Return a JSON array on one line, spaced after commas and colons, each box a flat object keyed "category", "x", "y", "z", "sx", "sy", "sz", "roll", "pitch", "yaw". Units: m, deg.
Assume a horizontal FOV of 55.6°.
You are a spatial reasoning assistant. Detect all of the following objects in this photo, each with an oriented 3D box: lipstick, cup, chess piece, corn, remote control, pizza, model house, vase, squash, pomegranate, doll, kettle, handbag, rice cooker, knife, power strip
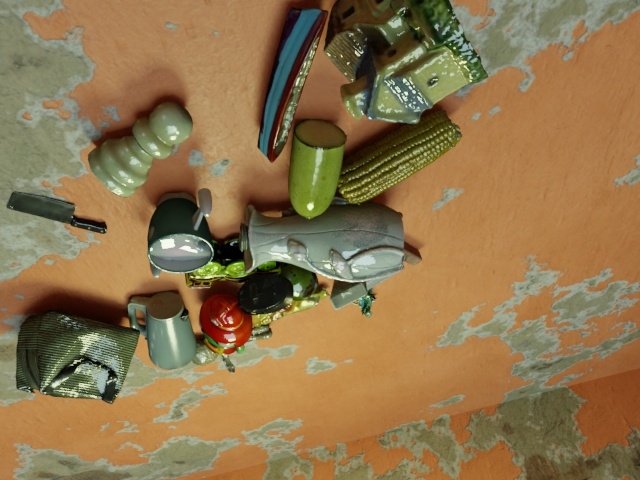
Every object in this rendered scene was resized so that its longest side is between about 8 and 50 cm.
[{"category": "lipstick", "x": 0.269, "y": 0.035, "z": 1.969, "sx": 0.045, "sy": 0.045, "sz": 0.145, "roll": -39, "pitch": 136, "yaw": 26}, {"category": "cup", "x": -0.364, "y": -0.029, "z": 1.567, "sx": 0.167, "sy": 0.173, "sz": 0.299, "roll": 19, "pitch": 131, "yaw": -36}, {"category": "chess piece", "x": -0.394, "y": -0.220, "z": 1.373, "sx": 0.243, "sy": 0.133, "sz": 0.133, "roll": -36, "pitch": 138, "yaw": 15}, {"category": "corn", "x": 0.194, "y": -0.216, "z": 1.564, "sx": 0.344, "sy": 0.131, "sz": 0.131, "roll": -31, "pitch": 140, "yaw": 15}, {"category": "remote control", "x": 0.162, "y": 0.136, "z": 2.002, "sx": 0.250, "sy": 0.034, "sz": 0.103, "roll": -31, "pitch": -177, "yaw": 8}, {"category": "pizza", "x": -0.107, "y": 0.200, "z": 2.027, "sx": 0.287, "sy": 0.075, "sz": 0.280, "roll": -9, "pitch": 143, "yaw": -8}, {"category": "model house", "x": 0.136, "y": -0.392, "z": 1.181, "sx": 0.266, "sy": 0.321, "sz": 0.261, "roll": -31, "pitch": 133, "yaw": 22}, {"category": "vase", "x": 0.000, "y": 0.000, "z": 1.681, "sx": 0.445, "sy": 0.250, "sz": 0.250, "roll": 2, "pitch": 140, "yaw": -11}, {"category": "squash", "x": -0.019, "y": -0.165, "z": 1.520, "sx": 0.132, "sy": 0.132, "sz": 0.247, "roll": -2, "pitch": 130, "yaw": -17}, {"category": "pomegranate", "x": -0.083, "y": 0.138, "z": 1.879, "sx": 0.148, "sy": 0.148, "sz": 0.169, "roll": 29, "pitch": 83, "yaw": -43}, {"category": "doll", "x": -0.301, "y": 0.257, "z": 1.939, "sx": 0.160, "sy": 0.182, "sz": 0.363, "roll": -43, "pitch": 169, "yaw": -22}, {"category": "kettle", "x": -0.512, "y": 0.274, "z": 1.951, "sx": 0.210, "sy": 0.160, "sz": 0.243, "roll": 13, "pitch": 135, "yaw": 10}, {"category": "doll", "x": -0.328, "y": 0.356, "z": 2.153, "sx": 0.286, "sy": 0.091, "sz": 0.202, "roll": -40, "pitch": 129, "yaw": 14}, {"category": "handbag", "x": -0.745, "y": 0.363, "z": 1.853, "sx": 0.340, "sy": 0.240, "sz": 0.247, "roll": 22, "pitch": 156, "yaw": -40}, {"category": "rice cooker", "x": -0.160, "y": 0.159, "z": 1.778, "sx": 0.165, "sy": 0.112, "sz": 0.106, "roll": -19, "pitch": 162, "yaw": 27}, {"category": "knife", "x": -0.658, "y": -0.070, "z": 1.543, "sx": 0.245, "sy": 0.019, "sz": 0.072, "roll": 17, "pitch": 131, "yaw": -33}, {"category": "power strip", "x": 0.089, "y": 0.141, "z": 1.872, "sx": 0.106, "sy": 0.043, "sz": 0.367, "roll": -27, "pitch": -176, "yaw": 6}]

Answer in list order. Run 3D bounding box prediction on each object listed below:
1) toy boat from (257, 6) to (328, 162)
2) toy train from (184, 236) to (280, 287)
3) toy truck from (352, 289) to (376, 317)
[{"category": "toy boat", "x": -0.070, "y": -0.340, "z": 1.335, "sx": 0.079, "sy": 0.136, "sz": 0.392, "roll": 24, "pitch": 137, "yaw": 2}, {"category": "toy train", "x": -0.256, "y": 0.065, "z": 1.788, "sx": 0.296, "sy": 0.100, "sz": 0.160, "roll": 0, "pitch": 147, "yaw": -21}, {"category": "toy truck", "x": 0.151, "y": 0.194, "z": 2.119, "sx": 0.078, "sy": 0.080, "sz": 0.154, "roll": 10, "pitch": 144, "yaw": 12}]
